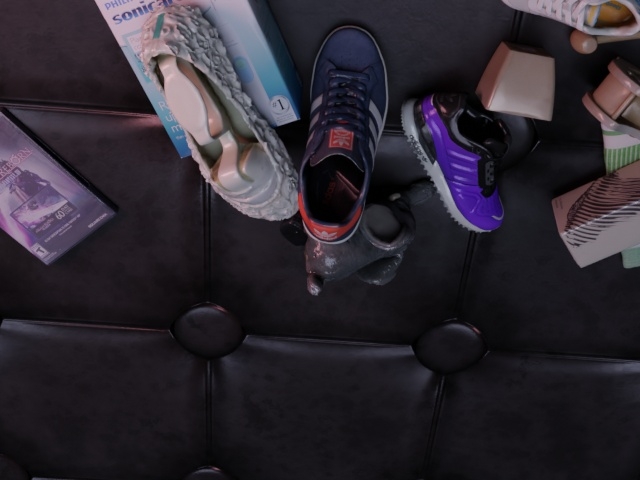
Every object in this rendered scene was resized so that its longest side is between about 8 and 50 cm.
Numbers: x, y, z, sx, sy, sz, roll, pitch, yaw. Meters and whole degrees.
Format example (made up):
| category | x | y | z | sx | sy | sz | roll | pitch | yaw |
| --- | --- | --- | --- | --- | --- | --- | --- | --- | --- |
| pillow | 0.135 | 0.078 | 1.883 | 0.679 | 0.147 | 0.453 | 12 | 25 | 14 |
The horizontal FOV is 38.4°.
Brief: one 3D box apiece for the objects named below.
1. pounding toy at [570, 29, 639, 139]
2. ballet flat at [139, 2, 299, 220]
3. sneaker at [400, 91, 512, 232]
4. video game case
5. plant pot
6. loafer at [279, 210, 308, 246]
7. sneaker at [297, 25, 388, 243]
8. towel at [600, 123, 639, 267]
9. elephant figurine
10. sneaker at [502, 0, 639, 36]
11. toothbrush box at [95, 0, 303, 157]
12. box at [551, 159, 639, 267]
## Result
| category | x | y | z | sx | sy | sz | roll | pitch | yaw |
| --- | --- | --- | --- | --- | --- | --- | --- | --- | --- |
| pounding toy | 0.512 | -0.240 | 1.426 | 0.269 | 0.154 | 0.155 | 31 | 117 | -8 |
| ballet flat | -0.156 | -0.159 | 1.388 | 0.146 | 0.147 | 0.409 | -21 | 124 | 16 |
| sneaker | 0.263 | -0.132 | 1.546 | 0.146 | 0.102 | 0.293 | -15 | 127 | 35 |
| video game case | -0.535 | -0.091 | 1.673 | 0.196 | 0.026 | 0.274 | -33 | 120 | 23 |
| plant pot | 0.321 | -0.261 | 1.475 | 0.108 | 0.109 | 0.096 | 9 | 114 | -5 |
| loafer | 0.000 | 0.000 | 1.699 | 0.062 | 0.061 | 0.170 | -23 | 125 | 37 |
| sneaker | 0.036 | -0.169 | 1.432 | 0.131 | 0.148 | 0.350 | 4 | 90 | 4 |
| towel | 0.637 | -0.103 | 1.622 | 0.247 | 0.038 | 0.325 | -14 | 127 | 14 |
| elephant figurine | 0.092 | -0.011 | 1.578 | 0.239 | 0.169 | 0.186 | 0 | 95 | -4 |
| sneaker | 0.383 | -0.368 | 1.397 | 0.228 | 0.092 | 0.087 | 9 | 128 | -3 |
| toothbrush box | -0.179 | -0.307 | 1.439 | 0.216 | 0.126 | 0.296 | -16 | 123 | 13 |
| box | 0.543 | -0.066 | 1.564 | 0.275 | 0.113 | 0.094 | -27 | 121 | 21 |
